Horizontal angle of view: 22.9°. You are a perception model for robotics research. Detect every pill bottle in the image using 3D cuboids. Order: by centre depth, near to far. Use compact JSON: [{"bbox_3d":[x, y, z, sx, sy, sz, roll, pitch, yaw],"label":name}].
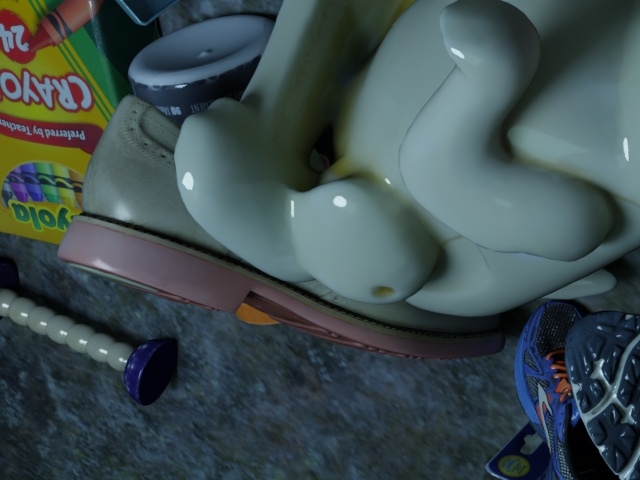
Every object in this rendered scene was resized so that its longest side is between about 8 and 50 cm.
[{"bbox_3d":[-0.063,-0.052,1.310,0.130,0.130,0.245,5,124,36],"label":"pill bottle"}]

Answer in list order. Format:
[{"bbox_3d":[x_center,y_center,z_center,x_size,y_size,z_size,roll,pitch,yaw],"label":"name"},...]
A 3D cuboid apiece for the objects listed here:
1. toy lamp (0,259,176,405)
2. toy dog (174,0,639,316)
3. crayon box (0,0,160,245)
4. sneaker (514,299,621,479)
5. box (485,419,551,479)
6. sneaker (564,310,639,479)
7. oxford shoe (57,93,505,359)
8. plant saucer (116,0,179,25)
[{"bbox_3d":[-0.278,0.083,1.621,0.275,0.080,0.080,22,132,20],"label":"toy lamp"},{"bbox_3d":[0.172,-0.062,1.016,0.408,0.284,0.395,-5,133,40],"label":"toy dog"},{"bbox_3d":[-0.224,-0.100,1.436,0.202,0.081,0.318,10,127,32],"label":"crayon box"},{"bbox_3d":[0.204,0.134,1.204,0.083,0.221,0.087,-2,143,-9],"label":"sneaker"},{"bbox_3d":[0.253,0.212,1.256,0.225,0.136,0.036,25,121,23],"label":"box"},{"bbox_3d":[0.271,0.149,1.146,0.283,0.110,0.122,41,179,-16],"label":"sneaker"},{"bbox_3d":[0.000,0.000,1.208,0.140,0.397,0.146,9,83,53],"label":"oxford shoe"},{"bbox_3d":[-0.190,-0.261,1.297,0.192,0.067,0.018,48,144,-2],"label":"plant saucer"}]
